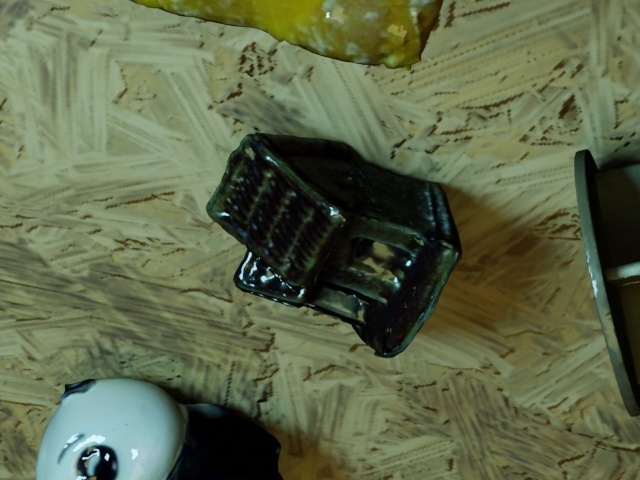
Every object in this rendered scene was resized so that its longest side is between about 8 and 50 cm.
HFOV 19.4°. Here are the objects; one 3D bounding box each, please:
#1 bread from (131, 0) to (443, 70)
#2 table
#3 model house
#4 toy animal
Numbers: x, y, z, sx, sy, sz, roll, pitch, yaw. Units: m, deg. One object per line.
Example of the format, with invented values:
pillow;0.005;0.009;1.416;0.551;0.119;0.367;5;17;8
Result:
bread;-0.043;-0.265;0.894;0.279;0.207;0.279;13;133;3
table;0.280;0.002;1.116;0.226;0.167;0.167;-13;129;13
model house;-0.002;0.005;1.210;0.152;0.106;0.165;21;130;-8
toy animal;-0.126;0.187;1.395;0.179;0.138;0.166;19;119;-10
